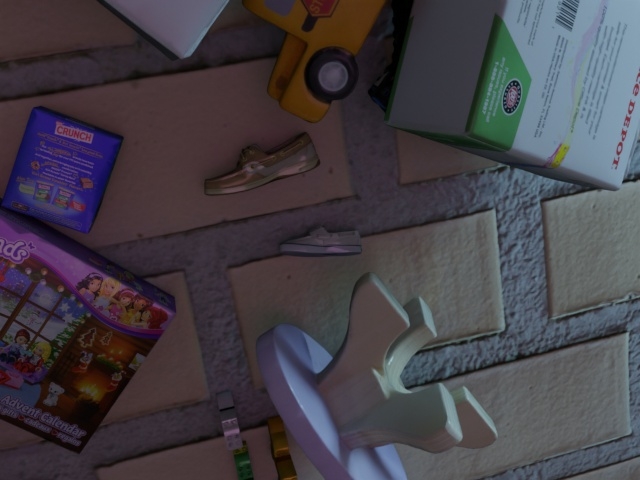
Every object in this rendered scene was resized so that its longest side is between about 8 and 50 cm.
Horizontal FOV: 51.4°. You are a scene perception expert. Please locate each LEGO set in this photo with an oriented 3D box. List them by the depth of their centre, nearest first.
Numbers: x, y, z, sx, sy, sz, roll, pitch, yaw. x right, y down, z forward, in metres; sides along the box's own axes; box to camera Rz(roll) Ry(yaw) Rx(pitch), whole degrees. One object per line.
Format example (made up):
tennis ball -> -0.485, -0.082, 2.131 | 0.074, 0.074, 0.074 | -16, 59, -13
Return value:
LEGO set -> -0.064, 0.301, 0.822 | 0.086, 0.093, 0.228 | -12, 108, -10

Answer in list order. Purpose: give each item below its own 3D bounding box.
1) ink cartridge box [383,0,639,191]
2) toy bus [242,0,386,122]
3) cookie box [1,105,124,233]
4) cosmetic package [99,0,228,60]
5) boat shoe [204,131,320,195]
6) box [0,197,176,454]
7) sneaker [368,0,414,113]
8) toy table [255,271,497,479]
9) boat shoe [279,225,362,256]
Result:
ink cartridge box -> 0.220, -0.179, 0.685 | 0.278, 0.117, 0.202 | 9, 97, -39
toy bus -> 0.027, -0.285, 0.619 | 0.130, 0.108, 0.333 | 25, 114, -11
cookie box -> -0.267, -0.074, 0.693 | 0.091, 0.040, 0.107 | 20, 100, -18
cosmetic package -> -0.172, -0.275, 0.562 | 0.224, 0.224, 0.138 | 36, 92, -20
boat shoe -> -0.068, -0.085, 0.738 | 0.135, 0.050, 0.045 | -20, 106, -18
box -> -0.333, 0.079, 0.711 | 0.293, 0.057, 0.201 | 33, 95, -20
sneaker -> 0.094, -0.212, 0.722 | 0.121, 0.079, 0.217 | -30, 112, -5
toy table -> 0.071, 0.174, 0.759 | 0.160, 0.252, 0.274 | -34, 120, 15
boat shoe -> 0.000, 0.000, 0.788 | 0.100, 0.035, 0.035 | -1, 79, -10
